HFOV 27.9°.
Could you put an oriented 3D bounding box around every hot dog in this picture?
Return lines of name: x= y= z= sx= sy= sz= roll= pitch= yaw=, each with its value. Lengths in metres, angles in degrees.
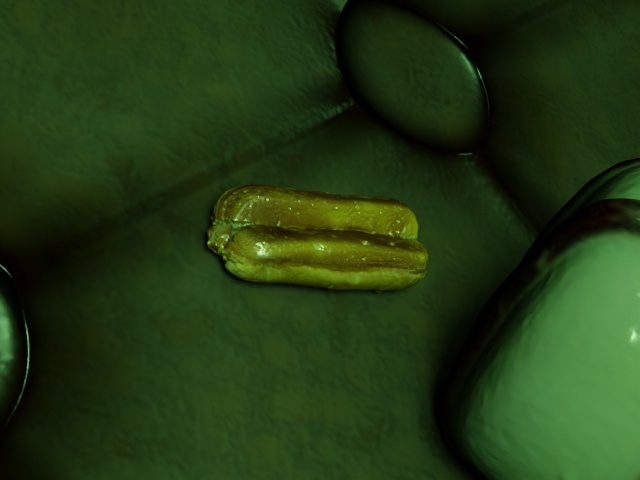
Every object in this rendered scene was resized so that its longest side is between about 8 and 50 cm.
hot dog: x=0.000 y=0.000 z=0.854 sx=0.165 sy=0.045 sz=0.071 roll=4 pitch=60 yaw=-35

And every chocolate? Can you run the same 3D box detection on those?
chocolate: x=0.190 y=0.079 z=0.816 sx=0.186 sy=0.284 sz=0.283 roll=28 pitch=43 yaw=12
